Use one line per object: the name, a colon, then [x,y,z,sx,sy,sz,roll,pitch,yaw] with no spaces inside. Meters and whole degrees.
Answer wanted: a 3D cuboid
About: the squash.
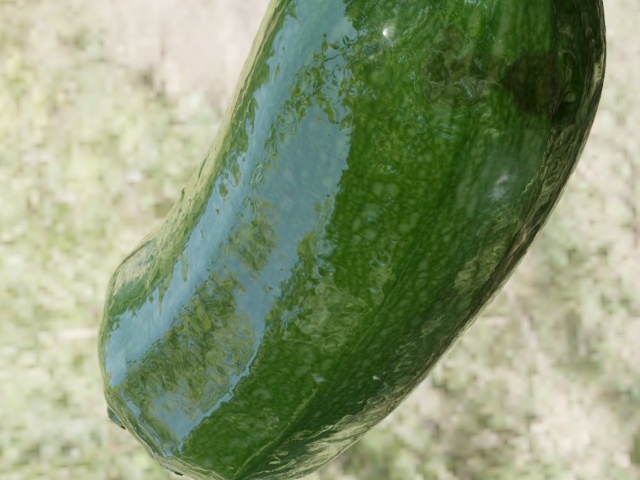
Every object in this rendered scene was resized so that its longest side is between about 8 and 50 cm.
squash: [0.000,0.000,0.434,0.077,0.068,0.219,46,145,5]
